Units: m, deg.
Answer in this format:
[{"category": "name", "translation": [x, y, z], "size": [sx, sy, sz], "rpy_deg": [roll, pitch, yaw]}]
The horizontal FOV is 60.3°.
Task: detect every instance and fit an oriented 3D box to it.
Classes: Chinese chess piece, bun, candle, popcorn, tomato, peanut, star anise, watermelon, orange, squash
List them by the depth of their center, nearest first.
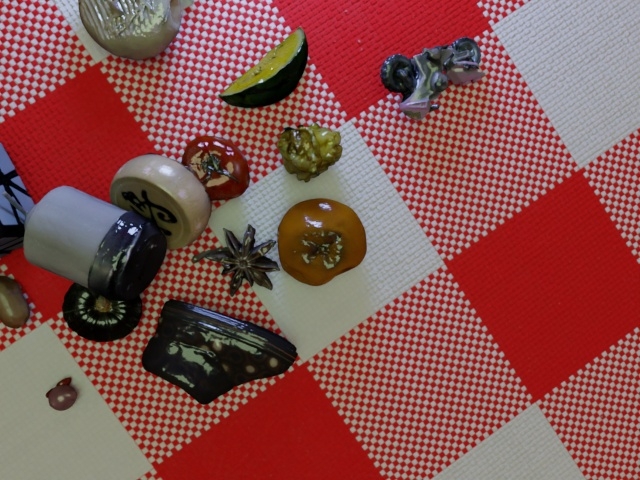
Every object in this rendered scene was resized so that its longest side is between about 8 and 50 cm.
[{"category": "candle", "translation": [-0.566, -0.004, 1.327], "size": [0.343, 0.221, 0.221], "rpy_deg": [23, 88, 4]}, {"category": "Chinese chess piece", "translation": [-0.405, -0.095, 1.397], "size": [0.257, 0.257, 0.104], "rpy_deg": [34, 48, -6]}, {"category": "bun", "translation": [-0.482, -0.593, 1.421], "size": [0.273, 0.168, 0.272], "rpy_deg": [0, 88, 6]}, {"category": "squash", "translation": [-0.563, 0.174, 1.430], "size": [0.193, 0.156, 0.193], "rpy_deg": [-8, 105, -32]}, {"category": "peanut", "translation": [-0.815, 0.158, 1.439], "size": [0.076, 0.076, 0.152], "rpy_deg": [-25, 90, -5]}, {"category": "tomato", "translation": [-0.274, -0.189, 1.454], "size": [0.187, 0.151, 0.186], "rpy_deg": [0, 90, 4]}, {"category": "popcorn", "translation": [-0.023, -0.237, 1.459], "size": [0.169, 0.195, 0.173], "rpy_deg": [-11, 87, 2]}, {"category": "orange", "translation": [0.000, 0.000, 1.473], "size": [0.249, 0.183, 0.248], "rpy_deg": [0, 93, -7]}, {"category": "star anise", "translation": [-0.219, 0.050, 1.496], "size": [0.231, 0.089, 0.209], "rpy_deg": [28, 103, -1]}, {"category": "watermelon", "translation": [-0.131, -0.459, 1.498], "size": [0.301, 0.123, 0.129], "rpy_deg": [-43, 74, -6]}]

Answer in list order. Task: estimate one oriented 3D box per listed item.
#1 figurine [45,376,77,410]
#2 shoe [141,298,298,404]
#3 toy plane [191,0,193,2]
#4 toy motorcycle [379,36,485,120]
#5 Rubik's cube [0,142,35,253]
[{"category": "figurine", "translation": [-0.688, 0.417, 1.462], "size": [0.083, 0.067, 0.071], "rpy_deg": [-43, 75, 12]}, {"category": "shoe", "translation": [-0.267, 0.317, 1.453], "size": [0.384, 0.171, 0.237], "rpy_deg": [19, 82, -5]}, {"category": "toy plane", "translation": [-0.360, -0.766, 1.472], "size": [0.160, 0.082, 0.233], "rpy_deg": [1, 91, 20]}, {"category": "toy motorcycle", "translation": [0.319, -0.446, 1.531], "size": [0.327, 0.143, 0.188], "rpy_deg": [-20, 102, -20]}, {"category": "Rubik's cube", "translation": [-0.886, -0.079, 1.322], "size": [0.284, 0.293, 0.288], "rpy_deg": [-27, 95, -3]}]
